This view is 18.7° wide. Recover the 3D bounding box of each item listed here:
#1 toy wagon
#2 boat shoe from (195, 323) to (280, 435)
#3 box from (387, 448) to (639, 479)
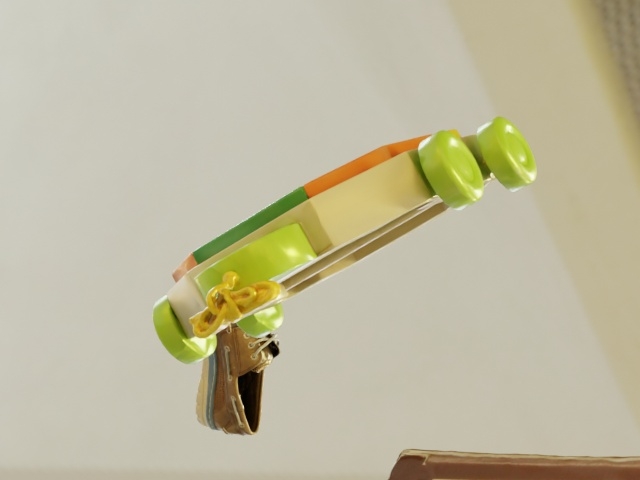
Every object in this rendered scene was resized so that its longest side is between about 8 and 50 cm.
[{"bbox_3d":[0.000,0.000,1.396,0.267,0.344,0.068,-31,-96,24],"label":"toy wagon"},{"bbox_3d":[-0.072,0.100,1.836,0.066,0.066,0.183,17,-63,28],"label":"boat shoe"},{"bbox_3d":[0.196,0.272,1.122,0.191,0.143,0.381,-3,-39,39],"label":"box"}]
